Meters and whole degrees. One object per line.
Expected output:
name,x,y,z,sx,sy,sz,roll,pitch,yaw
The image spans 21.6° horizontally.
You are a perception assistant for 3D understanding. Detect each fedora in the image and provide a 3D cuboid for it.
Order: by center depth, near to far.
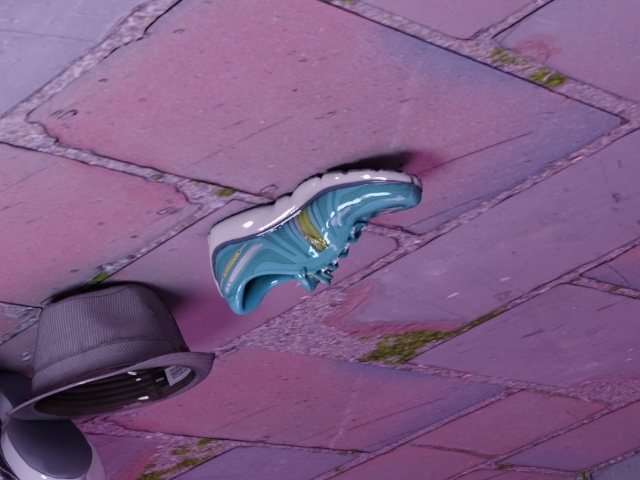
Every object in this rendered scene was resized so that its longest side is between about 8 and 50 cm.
fedora,-0.259,0.129,2.018,0.244,0.124,0.275,-24,164,28

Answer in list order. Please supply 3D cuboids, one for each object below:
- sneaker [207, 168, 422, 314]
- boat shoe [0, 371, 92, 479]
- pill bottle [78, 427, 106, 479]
sneaker,0.000,0.000,1.885,0.275,0.110,0.107,-26,154,25
boat shoe,-0.367,0.264,2.075,0.113,0.306,0.105,14,101,-29
pill bottle,-0.443,0.385,2.193,0.224,0.224,0.392,-24,-171,23
